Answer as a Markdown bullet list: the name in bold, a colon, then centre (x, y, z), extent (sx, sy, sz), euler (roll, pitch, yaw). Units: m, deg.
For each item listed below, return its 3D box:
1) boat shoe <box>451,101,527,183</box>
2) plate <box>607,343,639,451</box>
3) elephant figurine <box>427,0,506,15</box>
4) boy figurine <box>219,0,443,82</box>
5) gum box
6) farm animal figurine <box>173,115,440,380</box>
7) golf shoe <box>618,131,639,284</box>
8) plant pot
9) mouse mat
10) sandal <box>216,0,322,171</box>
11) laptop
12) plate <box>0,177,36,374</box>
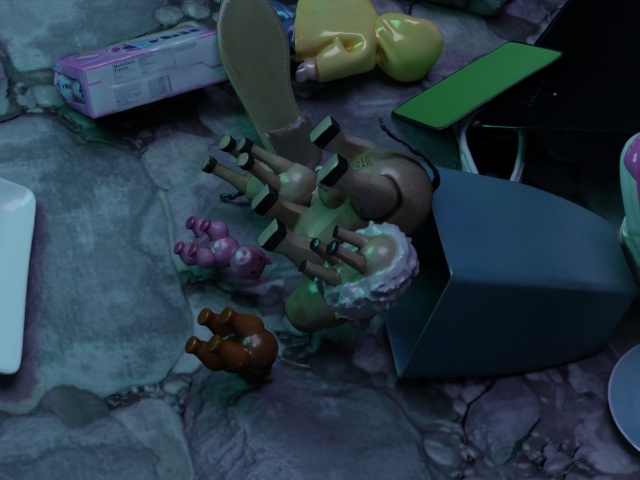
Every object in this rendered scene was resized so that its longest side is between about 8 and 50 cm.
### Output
- **boat shoe**: centre (0.203, -0.127, 1.878), extent (0.096, 0.088, 0.268), euler (10, 47, 2)
- **plate**: centre (0.394, 0.181, 1.661), extent (0.188, 0.024, 0.188), euler (3, 47, -4)
- **elephant figurine**: centre (0.203, -0.428, 2.056), extent (0.169, 0.239, 0.186), euler (29, 50, 18)
- **boy figurine**: centre (0.010, -0.261, 1.978), extent (0.285, 0.092, 0.177), euler (3, 47, -6)
- **gum box**: centre (-0.219, -0.203, 1.882), extent (0.188, 0.062, 0.107), euler (-19, 20, -23)
- **farm animal figurine**: centre (0.000, 0.000, 1.641), extent (0.172, 0.326, 0.330), euler (30, 43, -28)
- **golf shoe**: centre (0.360, -0.007, 1.667), extent (0.115, 0.306, 0.140), euler (-47, 42, -16)
- **plant pot**: centre (0.202, 0.043, 1.677), extent (0.234, 0.166, 0.165), euler (6, 45, -18)
- **mouse mat**: centre (0.189, -0.190, 1.905), extent (0.189, 0.007, 0.152), euler (-30, 21, -12)
- **sandal**: centre (-0.072, -0.180, 1.884), extent (0.088, 0.079, 0.240), euler (-20, 84, -20)
- **laptop**: centre (0.461, -0.128, 1.898), extent (0.408, 0.236, 0.382), euler (49, 43, -10)
- **plate**: centre (-0.441, 0.011, 1.642), extent (0.278, 0.045, 0.277), euler (19, 40, -22)
